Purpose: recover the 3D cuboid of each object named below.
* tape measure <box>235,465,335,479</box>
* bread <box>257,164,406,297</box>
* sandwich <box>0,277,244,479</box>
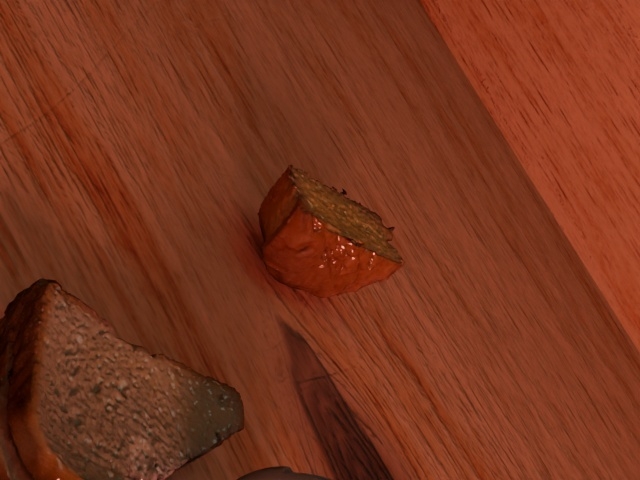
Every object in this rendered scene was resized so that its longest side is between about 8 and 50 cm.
[{"bbox_3d":[-0.022,0.336,1.086,0.246,0.243,0.125,58,-2,15],"label":"tape measure"},{"bbox_3d":[0.000,0.000,1.613,0.229,0.139,0.143,28,35,-42],"label":"bread"},{"bbox_3d":[-0.197,0.195,1.123,0.288,0.100,0.254,35,27,-33],"label":"sandwich"}]
